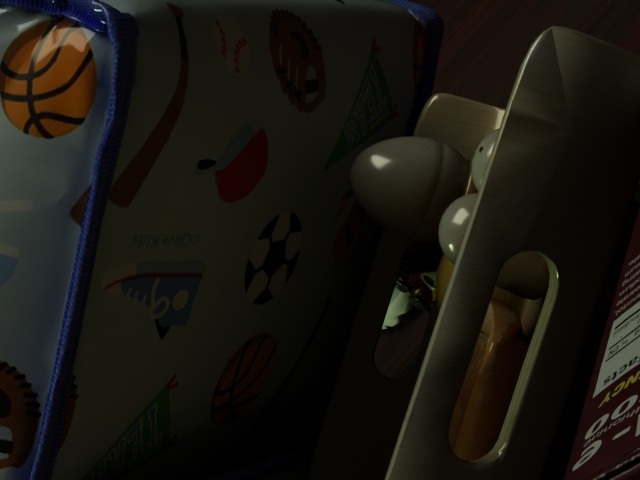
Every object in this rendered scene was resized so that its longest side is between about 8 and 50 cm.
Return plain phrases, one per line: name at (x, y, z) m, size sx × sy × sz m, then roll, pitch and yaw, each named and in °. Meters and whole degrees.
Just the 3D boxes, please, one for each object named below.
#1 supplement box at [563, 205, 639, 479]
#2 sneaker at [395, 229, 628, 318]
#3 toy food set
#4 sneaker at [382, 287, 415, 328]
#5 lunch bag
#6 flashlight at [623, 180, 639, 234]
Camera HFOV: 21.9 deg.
supplement box at (0.155, 0.024, 0.470) m, size 0.073 × 0.130 × 0.239 m, roll -40°, pitch 13°, yaw 36°
sneaker at (0.110, -0.021, 0.939) m, size 0.093 × 0.088 × 0.225 m, roll -50°, pitch 11°, yaw -23°
toy food set at (0.043, 0.033, 0.685) m, size 0.306 × 0.092 × 0.220 m, roll -151°, pitch 79°, yaw -88°
sneaker at (0.000, 0.000, 1.224) m, size 0.105 × 0.115 × 0.281 m, roll -51°, pitch 11°, yaw -18°
lunch bag at (-0.113, 0.045, 0.859) m, size 0.328 × 0.239 × 0.385 m, roll -11°, pitch -62°, yaw -60°
flashlight at (0.231, -0.130, 0.813) m, size 0.304 × 0.103 × 0.103 m, roll -48°, pitch 11°, yaw -8°
